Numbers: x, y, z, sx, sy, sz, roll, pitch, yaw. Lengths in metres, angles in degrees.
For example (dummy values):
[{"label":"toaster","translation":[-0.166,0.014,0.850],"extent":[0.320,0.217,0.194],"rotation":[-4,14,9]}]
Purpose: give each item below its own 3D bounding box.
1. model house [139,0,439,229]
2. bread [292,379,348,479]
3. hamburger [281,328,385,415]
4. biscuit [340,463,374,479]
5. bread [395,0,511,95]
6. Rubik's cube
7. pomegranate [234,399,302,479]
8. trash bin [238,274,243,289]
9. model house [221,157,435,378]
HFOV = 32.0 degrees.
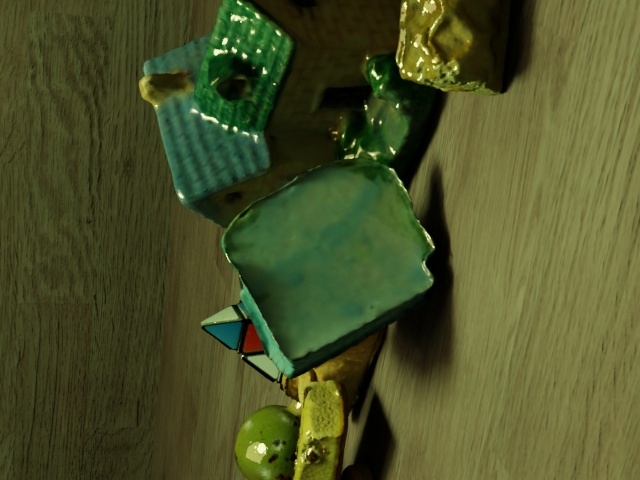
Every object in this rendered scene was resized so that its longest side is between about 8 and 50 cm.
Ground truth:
[{"label":"model house","translation":[-0.068,-0.207,1.643],"extent":[0.382,0.343,0.334],"rotation":[119,141,-47]},{"label":"bread","translation":[-0.011,0.392,1.793],"extent":[0.138,0.077,0.361],"rotation":[-86,3,-56]},{"label":"hamburger","translation":[0.009,0.189,1.811],"extent":[0.124,0.131,0.262],"rotation":[-112,32,-47]},{"label":"biscuit","translation":[0.051,0.449,1.777],"extent":[0.170,0.050,0.170],"rotation":[-177,90,-75]},{"label":"bread","translation":[0.163,-0.311,1.335],"extent":[0.152,0.130,0.267],"rotation":[-131,44,-79]},{"label":"Rubik's cube","translation":[-0.105,0.128,2.023],"extent":[0.284,0.234,0.250],"rotation":[108,158,-46]},{"label":"pomegranate","translation":[-0.057,0.353,1.979],"extent":[0.210,0.179,0.179],"rotation":[-63,3,-29]},{"label":"trash bin","translation":[-0.082,-0.007,2.188],"extent":[0.165,0.115,0.225],"rotation":[-104,26,-46]},{"label":"model house","translation":[0.015,0.048,1.586],"extent":[0.226,0.261,0.241],"rotation":[59,170,17]}]
